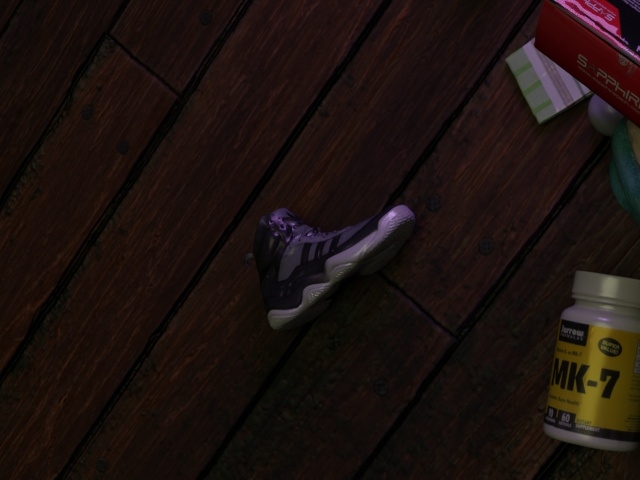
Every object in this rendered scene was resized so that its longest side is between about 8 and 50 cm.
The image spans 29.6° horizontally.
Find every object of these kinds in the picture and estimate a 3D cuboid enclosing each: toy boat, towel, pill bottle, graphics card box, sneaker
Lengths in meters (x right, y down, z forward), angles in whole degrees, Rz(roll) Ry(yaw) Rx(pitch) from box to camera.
[{"bbox_3d":[0.411,-0.088,1.446,0.148,0.267,0.318,-29,41,27],"label":"toy boat"},{"bbox_3d":[0.331,-0.236,1.600,0.152,0.023,0.113,-32,69,25],"label":"towel"},{"bbox_3d":[0.348,0.147,1.495,0.119,0.119,0.208,8,89,29],"label":"pill bottle"},{"bbox_3d":[0.449,-0.258,1.363,0.371,0.094,0.233,-34,62,-26],"label":"graphics card box"},{"bbox_3d":[0.000,0.000,1.711,0.268,0.101,0.153,-40,71,23],"label":"sneaker"}]
